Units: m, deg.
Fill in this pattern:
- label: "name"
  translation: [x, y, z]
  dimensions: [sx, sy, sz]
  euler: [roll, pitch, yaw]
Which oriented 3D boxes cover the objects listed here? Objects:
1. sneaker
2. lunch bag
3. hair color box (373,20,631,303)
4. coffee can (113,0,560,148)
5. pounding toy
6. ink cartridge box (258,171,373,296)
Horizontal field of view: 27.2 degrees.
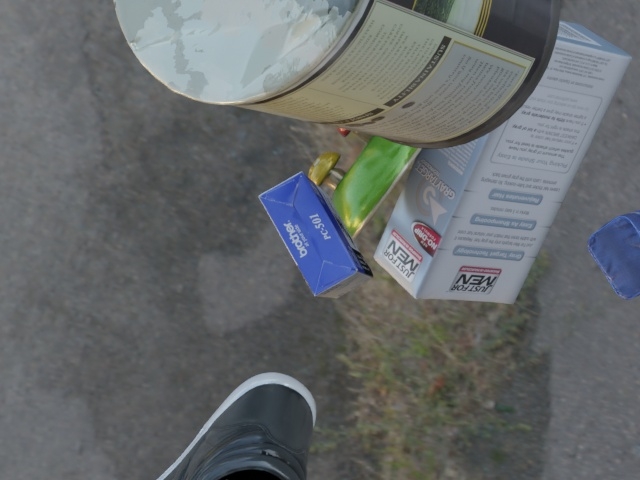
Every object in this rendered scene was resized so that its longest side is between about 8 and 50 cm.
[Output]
- label: "sneaker"
  translation: [-0.105, 0.251, 1.075]
  dimensions: [0.105, 0.147, 0.295]
  euler: [32, 105, -8]
- label: "lunch bag"
  translation: [0.357, 0.017, 1.491]
  dimensions: [0.067, 0.065, 0.098]
  euler: [-37, 79, 35]
- label: "hair color box"
  translation: [0.232, -0.104, 1.720]
  dimensions: [0.113, 0.185, 0.374]
  euler: [45, 121, 45]
- label: "coffee can"
  translation: [0.020, -0.175, 0.914]
  dimensions: [0.202, 0.275, 0.201]
  euler: [-1, 87, 32]
- label: "pounding toy"
  translation: [0.038, -0.088, 1.669]
  dimensions: [0.110, 0.183, 0.237]
  euler: [37, 143, 0]
- label: "ink cartridge box"
  translation: [0.000, 0.000, 1.187]
  dimensions: [0.046, 0.207, 0.097]
  euler: [-29, 84, 4]
